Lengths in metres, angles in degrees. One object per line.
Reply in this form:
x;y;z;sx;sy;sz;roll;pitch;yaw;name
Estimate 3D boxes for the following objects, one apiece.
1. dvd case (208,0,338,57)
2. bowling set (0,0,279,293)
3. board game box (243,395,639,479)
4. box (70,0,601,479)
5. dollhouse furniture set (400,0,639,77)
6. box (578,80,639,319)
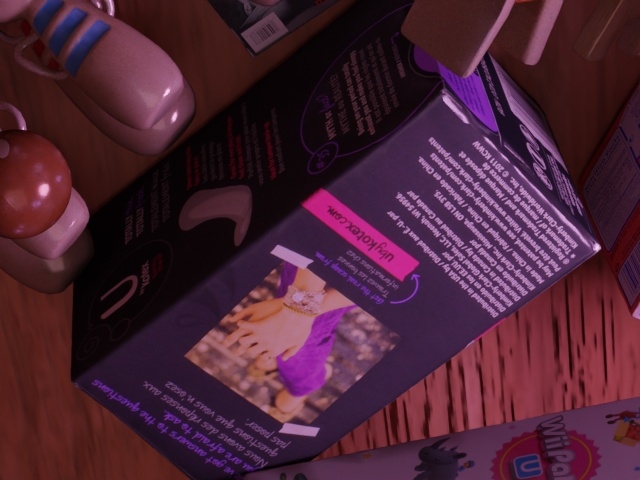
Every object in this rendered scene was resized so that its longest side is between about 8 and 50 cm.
-0.038;-0.171;1.054;0.087;0.013;0.119;-33;118;14;dvd case
-0.155;-0.092;0.973;0.154;0.200;0.287;40;108;3;bowling set
0.127;0.217;1.061;0.303;0.097;0.224;-13;120;3;board game box
0.000;0.000;1.073;0.270;0.165;0.143;-37;119;17;box
0.164;-0.150;0.897;0.262;0.259;0.135;-15;137;-49;dollhouse furniture set
0.289;-0.089;1.059;0.142;0.154;0.300;20;116;-18;box
